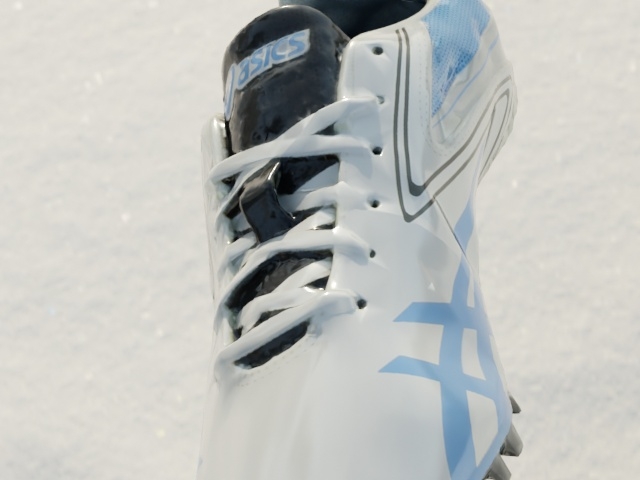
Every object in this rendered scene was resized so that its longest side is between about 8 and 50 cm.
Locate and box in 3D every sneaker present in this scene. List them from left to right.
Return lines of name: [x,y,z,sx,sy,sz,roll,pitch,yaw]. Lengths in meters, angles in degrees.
sneaker: [0.000,0.000,0.413,0.085,0.086,0.237,-30,28,27]
